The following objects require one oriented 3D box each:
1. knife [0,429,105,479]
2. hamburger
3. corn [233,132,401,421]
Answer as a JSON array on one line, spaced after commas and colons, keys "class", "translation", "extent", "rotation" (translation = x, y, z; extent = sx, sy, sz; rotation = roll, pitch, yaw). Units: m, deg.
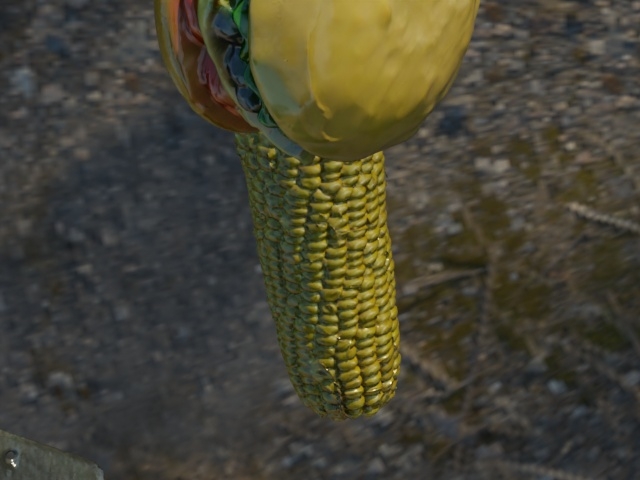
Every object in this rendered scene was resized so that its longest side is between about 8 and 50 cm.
[{"class": "knife", "translation": [-0.148, 0.211, 0.904], "extent": [0.019, 0.072, 0.245], "rotation": [-17, 55, 56]}, {"class": "hamburger", "translation": [0.001, -0.114, 0.908], "extent": [0.115, 0.162, 0.162], "rotation": [16, 103, 37]}, {"class": "corn", "translation": [0.000, 0.000, 1.358], "extent": [0.106, 0.106, 0.293], "rotation": [9, 123, 23]}]
